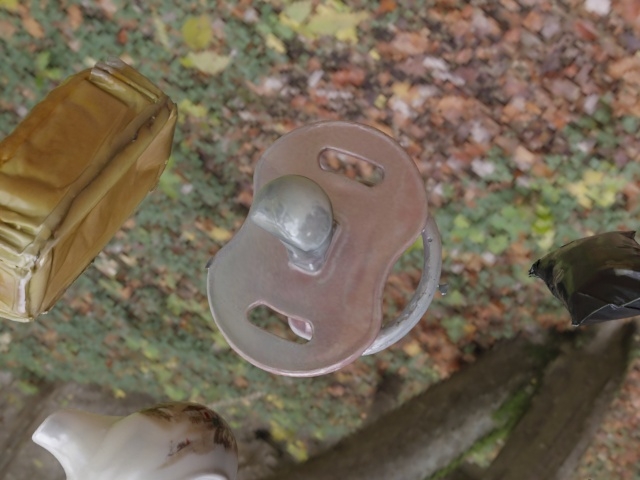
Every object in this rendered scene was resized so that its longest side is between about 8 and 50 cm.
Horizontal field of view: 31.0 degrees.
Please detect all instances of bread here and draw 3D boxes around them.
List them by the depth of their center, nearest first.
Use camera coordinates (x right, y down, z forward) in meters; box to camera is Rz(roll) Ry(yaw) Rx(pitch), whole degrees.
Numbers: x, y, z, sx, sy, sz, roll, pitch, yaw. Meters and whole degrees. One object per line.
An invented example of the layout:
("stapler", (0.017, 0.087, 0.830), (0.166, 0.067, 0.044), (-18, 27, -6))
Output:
("bread", (-0.231, -0.048, 1.030), (0.107, 0.241, 0.136), (28, 144, 9))

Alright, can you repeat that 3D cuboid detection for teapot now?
("teapot", (-0.186, 0.261, 1.275), (0.139, 0.204, 0.298), (42, -177, 33))

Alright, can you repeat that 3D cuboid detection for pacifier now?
("pacifier", (-0.009, 0.001, 1.405), (0.273, 0.332, 0.220), (31, 170, -37))

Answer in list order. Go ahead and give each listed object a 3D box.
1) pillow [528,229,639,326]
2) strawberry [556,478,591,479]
("pillow", (0.218, 0.028, 0.880), (0.150, 0.090, 0.048), (-101, 6, -76))
("strawberry", (0.170, 0.253, 0.914), (0.228, 0.174, 0.098), (4, -103, -82))
